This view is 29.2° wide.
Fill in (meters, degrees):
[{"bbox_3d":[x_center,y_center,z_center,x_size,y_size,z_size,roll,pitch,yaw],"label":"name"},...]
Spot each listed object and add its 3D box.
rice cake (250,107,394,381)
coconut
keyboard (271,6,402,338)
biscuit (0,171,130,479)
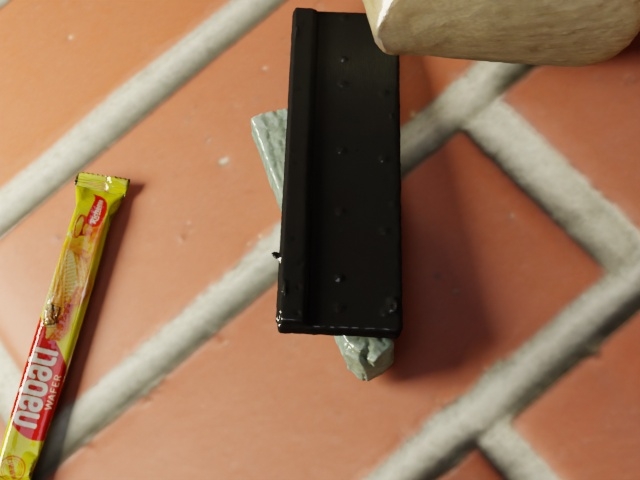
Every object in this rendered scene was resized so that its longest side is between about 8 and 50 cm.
[{"bbox_3d":[0.000,0.000,0.974,0.042,0.045,0.245,-21,60,-6],"label":"rice cake"},{"bbox_3d":[0.136,-0.264,0.919,0.328,0.329,0.329,-7,66,15],"label":"coconut"},{"bbox_3d":[0.015,-0.064,0.975,0.100,0.018,0.310,3,58,-3],"label":"keyboard"},{"bbox_3d":[-0.218,0.078,1.024,0.048,0.026,0.292,12,71,2],"label":"biscuit"}]
